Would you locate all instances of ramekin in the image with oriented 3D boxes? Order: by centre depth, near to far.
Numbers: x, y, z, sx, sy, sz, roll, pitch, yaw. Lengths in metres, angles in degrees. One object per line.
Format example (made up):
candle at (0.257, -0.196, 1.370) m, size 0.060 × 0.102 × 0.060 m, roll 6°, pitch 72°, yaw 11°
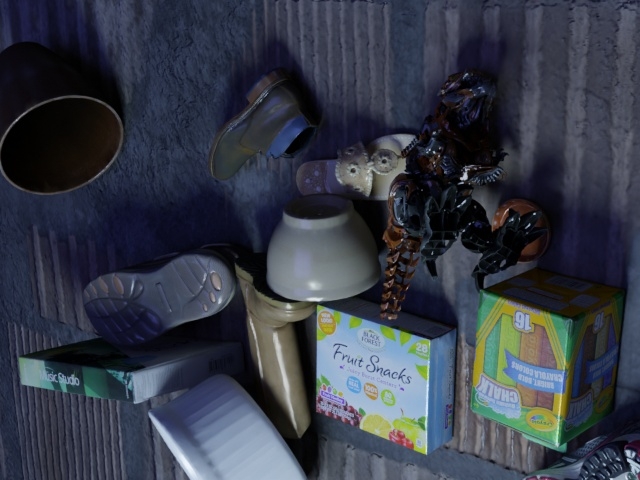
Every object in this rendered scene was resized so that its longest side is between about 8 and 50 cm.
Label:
ramekin at (-0.134, 0.339, 1.693) m, size 0.277 × 0.135 × 0.277 m, roll 50°, pitch 164°, yaw 20°

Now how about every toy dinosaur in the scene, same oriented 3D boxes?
toy dinosaur at (0.158, -0.047, 1.381) m, size 0.218 × 0.164 × 0.321 m, roll -130°, pitch 37°, yaw -56°

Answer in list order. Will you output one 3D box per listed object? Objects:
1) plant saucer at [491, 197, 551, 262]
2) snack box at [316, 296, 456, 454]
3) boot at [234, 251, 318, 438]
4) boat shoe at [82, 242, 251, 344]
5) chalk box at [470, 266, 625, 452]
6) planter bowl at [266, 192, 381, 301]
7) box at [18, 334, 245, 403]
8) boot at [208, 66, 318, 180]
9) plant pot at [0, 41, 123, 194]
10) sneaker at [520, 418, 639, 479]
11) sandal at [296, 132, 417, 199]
plant saucer at (0.255, -0.013, 1.385) m, size 0.084 × 0.013 × 0.083 m, roll 13°, pitch 110°, yaw 39°
snack box at (0.090, 0.186, 1.557) m, size 0.207 × 0.070 × 0.174 m, roll 15°, pitch 112°, yaw 39°
boot at (-0.048, 0.170, 1.622) m, size 0.236 × 0.089 × 0.269 m, roll -141°, pitch 41°, yaw -67°
boat shoe at (-0.246, 0.087, 1.806) m, size 0.355 × 0.130 × 0.132 m, roll -12°, pitch 97°, yaw 39°
chalk box at (0.273, 0.159, 1.334) m, size 0.132 × 0.132 × 0.213 m, roll 16°, pitch 112°, yaw 40°
planter bowl at (0.000, 0.000, 1.513) m, size 0.162 × 0.162 × 0.109 m, roll 15°, pitch 121°, yaw 40°
box at (-0.319, 0.206, 1.833) m, size 0.322 × 0.232 × 0.058 m, roll -2°, pitch 96°, yaw 43°
boot at (-0.089, -0.142, 1.624) m, size 0.106 × 0.082 × 0.219 m, roll 54°, pitch 129°, yaw 22°
plant pot at (-0.485, -0.235, 1.904) m, size 0.230 × 0.215 × 0.215 m, roll 57°, pitch 134°, yaw 35°
sneaker at (0.349, 0.297, 1.325) m, size 0.120 × 0.112 × 0.299 m, roll 55°, pitch 147°, yaw 7°
sandal at (0.040, -0.090, 1.518) m, size 0.240 × 0.079 × 0.088 m, roll -8°, pitch 96°, yaw 44°
